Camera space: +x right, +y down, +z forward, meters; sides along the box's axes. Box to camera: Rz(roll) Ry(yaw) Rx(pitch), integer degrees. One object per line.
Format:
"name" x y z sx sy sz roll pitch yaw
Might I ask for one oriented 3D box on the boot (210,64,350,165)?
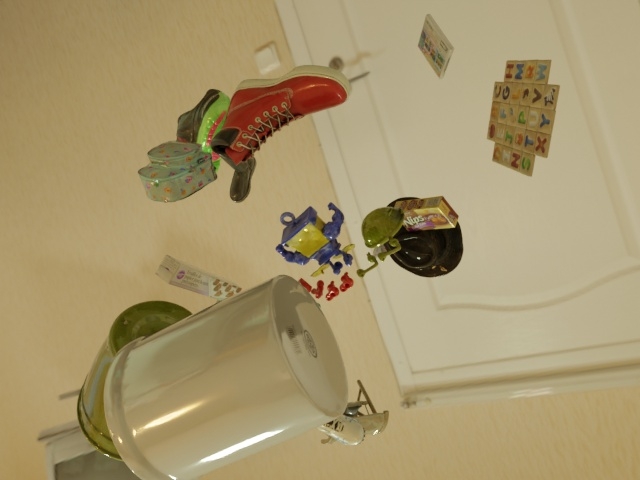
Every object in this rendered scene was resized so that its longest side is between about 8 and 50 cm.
"boot" -0.073 -0.202 0.842 0.245 0.176 0.088 0 147 33

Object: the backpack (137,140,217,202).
"backpack" -0.404 -0.191 1.367 0.166 0.144 0.188 14 -134 29

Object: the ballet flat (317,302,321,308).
"ballet flat" -0.027 0.280 1.774 0.041 0.114 0.041 12 157 5

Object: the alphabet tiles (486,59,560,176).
"alphabet tiles" 0.531 -0.334 1.320 0.011 0.284 0.342 0 -161 -5

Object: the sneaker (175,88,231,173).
"sneaker" -0.463 -0.361 1.854 0.185 0.202 0.483 14 132 -45

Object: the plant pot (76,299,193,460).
"plant pot" -0.472 0.361 1.374 0.367 0.366 0.352 -18 145 -40

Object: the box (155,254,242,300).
"box" -0.349 0.122 1.458 0.067 0.063 0.324 28 176 27

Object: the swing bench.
"swing bench" 0.105 0.729 2.050 0.254 0.165 0.255 1 -163 -26

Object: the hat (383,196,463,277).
"hat" 0.327 0.014 1.739 0.332 0.331 0.134 -17 -167 42

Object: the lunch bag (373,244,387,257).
"lunch bag" 0.248 0.032 1.941 0.083 0.053 0.071 -56 -170 -24

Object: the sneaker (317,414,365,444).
"sneaker" 0.031 0.558 1.511 0.237 0.085 0.086 14 170 40

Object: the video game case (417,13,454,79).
"video game case" 0.376 -0.634 1.616 0.019 0.157 0.143 -24 162 -9

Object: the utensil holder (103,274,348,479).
"utensil holder" -0.179 0.285 1.023 0.386 0.327 0.328 -27 178 14

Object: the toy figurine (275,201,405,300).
"toy figurine" 0.000 0.000 1.193 0.363 0.217 0.191 -39 -162 31

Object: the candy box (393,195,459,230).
"candy box" 0.340 -0.086 1.608 0.187 0.109 0.053 -5 -129 47

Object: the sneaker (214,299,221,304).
"sneaker" -0.296 0.374 1.765 0.211 0.365 0.137 19 138 -21

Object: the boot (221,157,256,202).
"boot" -0.278 -0.240 1.578 0.076 0.189 0.208 8 166 11
